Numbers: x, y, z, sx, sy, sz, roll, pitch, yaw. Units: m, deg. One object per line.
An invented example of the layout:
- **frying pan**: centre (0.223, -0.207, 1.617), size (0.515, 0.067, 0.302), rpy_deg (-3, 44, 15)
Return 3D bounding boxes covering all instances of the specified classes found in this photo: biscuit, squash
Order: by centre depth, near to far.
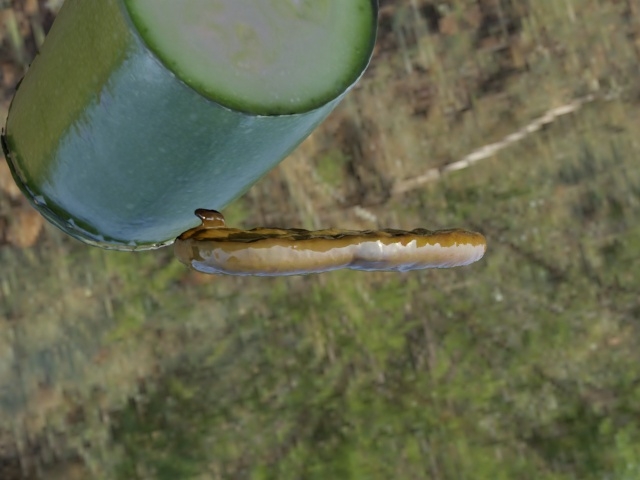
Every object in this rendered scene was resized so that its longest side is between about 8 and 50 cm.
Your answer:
- **biscuit**: centre (-0.001, 0.005, 0.963), size (0.203, 0.041, 0.260), rpy_deg (7, -174, 32)
- **squash**: centre (-0.136, -0.159, 1.342), size (0.263, 0.263, 0.384), rpy_deg (-9, 165, -30)
